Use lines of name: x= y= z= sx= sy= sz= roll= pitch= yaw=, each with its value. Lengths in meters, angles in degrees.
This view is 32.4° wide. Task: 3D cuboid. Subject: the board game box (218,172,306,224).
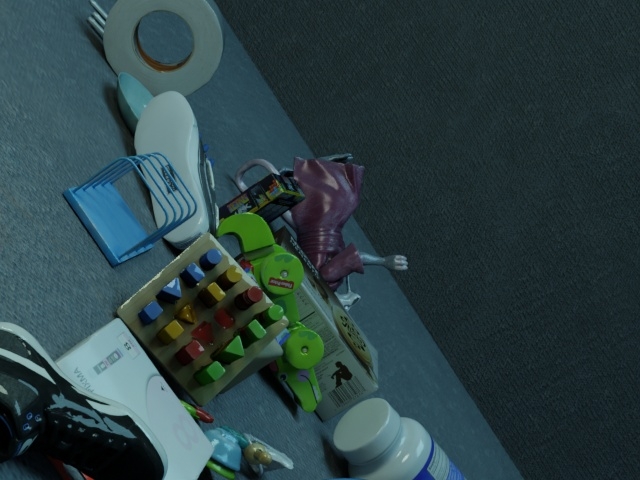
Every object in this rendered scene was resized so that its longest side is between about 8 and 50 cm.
board game box: x=-0.115 y=-0.066 z=2.085 sx=0.048 sy=0.141 sz=0.170 roll=59 pitch=10 yaw=9

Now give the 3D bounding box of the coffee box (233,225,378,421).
coffee box: x=-0.029 y=0.140 z=1.907 sx=0.297 sy=0.119 sz=0.168 roll=54 pitch=11 yaw=-11

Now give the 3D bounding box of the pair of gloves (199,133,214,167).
pair of gloves: x=-0.269 y=-0.211 z=2.155 sx=0.198 sy=0.023 sz=0.159 roll=52 pitch=11 yaw=-24

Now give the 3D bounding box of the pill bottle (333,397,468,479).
pill bottle: x=0.141 y=0.391 z=1.827 sx=0.272 sy=0.152 sz=0.152 roll=51 pitch=12 yaw=-25

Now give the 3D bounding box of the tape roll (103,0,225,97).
tape roll: x=-0.286 y=-0.372 z=2.027 sx=0.219 sy=0.219 sz=0.072 roll=53 pitch=12 yaw=-17

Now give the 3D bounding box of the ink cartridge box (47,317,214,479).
ink cartridge box: x=-0.204 y=0.191 z=1.131 sx=0.189 sy=0.066 sz=0.232 roll=55 pitch=6 yaw=-4

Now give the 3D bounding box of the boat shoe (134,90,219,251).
boat shoe: x=-0.222 y=-0.104 z=1.789 sx=0.102 sy=0.108 sz=0.301 roll=53 pitch=17 yaw=-57

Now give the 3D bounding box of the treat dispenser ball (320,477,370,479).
treat dispenser ball: x=0.024 y=0.362 z=0.996 sx=0.288 sy=0.288 sz=0.288 roll=54 pitch=11 yaw=-15

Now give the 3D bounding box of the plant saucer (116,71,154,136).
plant saucer: x=-0.304 y=-0.205 z=1.931 sx=0.195 sy=0.037 sz=0.195 roll=53 pitch=11 yaw=-14

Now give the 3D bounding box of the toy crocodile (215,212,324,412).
toy crocodile: x=-0.072 y=0.113 z=1.739 sx=0.115 sy=0.105 sz=0.340 roll=-148 pitch=-139 yaw=-70

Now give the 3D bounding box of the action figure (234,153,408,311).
action figure: x=0.000 y=0.000 z=2.285 sx=0.275 sy=0.248 sz=0.370 roll=7 pitch=69 yaw=-33

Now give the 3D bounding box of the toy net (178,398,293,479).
toy net: x=-0.112 y=0.261 z=1.389 sx=0.122 sy=0.045 sz=0.232 roll=29 pitch=-7 yaw=28

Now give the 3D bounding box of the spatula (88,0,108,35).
spatula: x=-0.373 y=-0.367 z=2.171 sx=0.242 sy=0.019 sz=0.168 roll=46 pitch=13 yaw=-28

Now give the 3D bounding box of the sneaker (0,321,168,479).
sneaker: x=-0.235 y=0.175 z=0.967 sx=0.217 sy=0.079 sz=0.121 roll=41 pitch=19 yaw=-11

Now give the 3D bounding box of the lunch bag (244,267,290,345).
lunch bag: x=-0.124 y=0.124 z=1.617 sx=0.129 sy=0.096 sz=0.151 roll=58 pitch=23 yaw=-2

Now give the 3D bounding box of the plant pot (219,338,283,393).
plant pot: x=-0.129 y=0.137 z=1.462 sx=0.109 sy=0.109 sz=0.096 roll=57 pitch=6 yaw=5

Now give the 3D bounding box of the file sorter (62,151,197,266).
file sorter: x=-0.252 y=-0.051 z=1.513 sx=0.118 sy=0.104 sz=0.170 roll=56 pitch=10 yaw=-2

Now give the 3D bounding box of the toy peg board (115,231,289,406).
toy peg board: x=-0.136 y=0.091 z=1.361 sx=0.161 sy=0.161 sz=0.079 roll=49 pitch=-25 yaw=-4
